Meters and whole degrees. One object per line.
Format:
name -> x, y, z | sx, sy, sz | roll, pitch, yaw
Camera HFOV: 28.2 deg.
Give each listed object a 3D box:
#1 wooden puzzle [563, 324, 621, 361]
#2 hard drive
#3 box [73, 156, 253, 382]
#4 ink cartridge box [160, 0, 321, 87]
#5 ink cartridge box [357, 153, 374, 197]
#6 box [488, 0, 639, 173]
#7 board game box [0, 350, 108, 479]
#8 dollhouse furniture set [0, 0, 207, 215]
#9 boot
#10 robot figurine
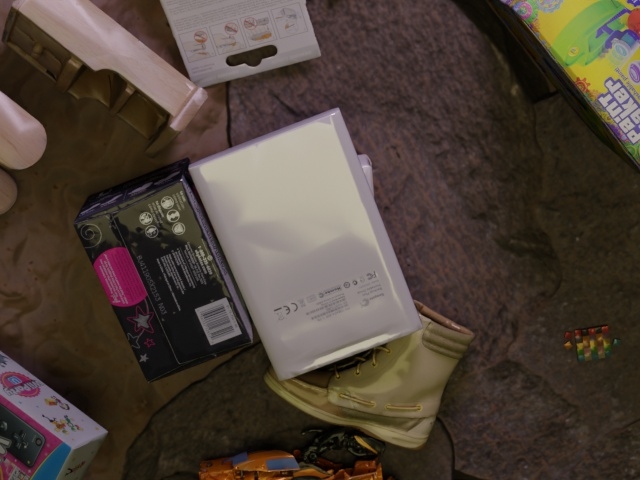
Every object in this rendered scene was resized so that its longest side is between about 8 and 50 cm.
wooden puzzle -> 0.396, 0.150, 1.859 | 0.083, 0.006, 0.049 | -10, 107, 1
hard drive -> -0.017, 0.009, 1.692 | 0.210, 0.040, 0.319 | -21, 106, 4
box -> -0.206, 0.037, 1.738 | 0.163, 0.142, 0.247 | -21, 107, 3
ink cartridge box -> -0.118, -0.332, 1.680 | 0.189, 0.066, 0.232 | -13, 129, 9
ink cartridge box -> 0.000, 0.000, 1.759 | 0.158, 0.092, 0.218 | -5, 105, 0
box -> 0.372, -0.249, 1.599 | 0.177, 0.279, 0.290 | -39, 104, 10
board game box -> -0.476, 0.279, 1.766 | 0.303, 0.097, 0.224 | 32, 105, 15
dollhouse furniture set -> -0.370, -0.095, 1.594 | 0.256, 0.362, 0.394 | 38, 72, -10
boot -> 0.069, 0.167, 1.808 | 0.262, 0.095, 0.203 | 22, 105, -10
robot figurine -> -0.026, 0.384, 1.875 | 0.291, 0.085, 0.211 | -7, 108, 0
